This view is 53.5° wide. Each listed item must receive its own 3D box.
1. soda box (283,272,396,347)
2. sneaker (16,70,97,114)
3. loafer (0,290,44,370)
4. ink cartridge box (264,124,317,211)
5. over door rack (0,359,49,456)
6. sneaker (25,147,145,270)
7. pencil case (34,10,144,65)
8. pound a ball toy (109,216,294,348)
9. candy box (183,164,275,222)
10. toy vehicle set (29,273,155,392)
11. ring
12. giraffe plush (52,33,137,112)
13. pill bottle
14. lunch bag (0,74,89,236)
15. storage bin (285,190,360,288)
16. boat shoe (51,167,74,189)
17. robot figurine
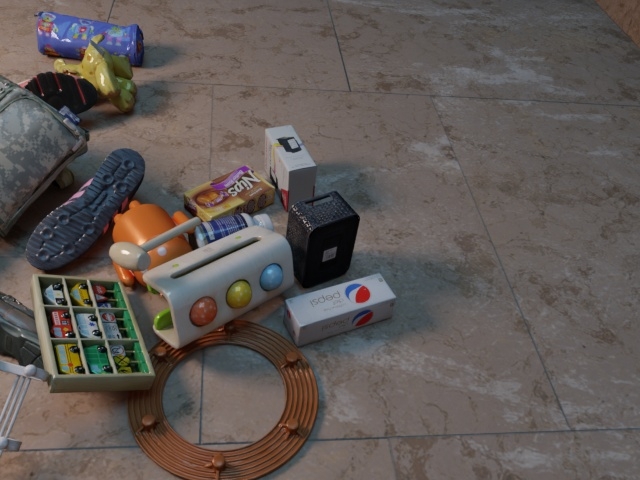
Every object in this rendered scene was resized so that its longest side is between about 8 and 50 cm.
[{"bbox_3d":[0.038,0.137,1.265,0.216,0.069,0.074,-15,48,-22],"label":"soda box"},{"bbox_3d":[-0.727,-0.365,1.609,0.314,0.116,0.136,-11,21,-10],"label":"sneaker"},{"bbox_3d":[-0.551,0.154,1.146,0.267,0.096,0.084,30,28,11],"label":"loafer"},{"bbox_3d":[-0.076,-0.175,1.529,0.072,0.127,0.175,-13,47,-18],"label":"ink cartridge box"},{"bbox_3d":[-0.605,0.264,0.934,0.324,0.108,0.239,13,68,4],"label":"over door rack"},{"bbox_3d":[-0.493,-0.053,1.363,0.112,0.131,0.319,41,67,-6],"label":"sneaker"},{"bbox_3d":[-0.672,-0.593,1.866,0.306,0.119,0.133,6,66,-5],"label":"pencil case"},{"bbox_3d":[-0.201,0.060,1.174,0.319,0.208,0.136,-26,36,-37],"label":"pound a ball toy"},{"bbox_3d":[-0.211,-0.100,1.482,0.187,0.053,0.109,-30,56,-32],"label":"candy box"},{"bbox_3d":[-0.408,0.159,1.124,0.166,0.035,0.267,7,31,-36],"label":"toy vehicle set"},{"bbox_3d":[-0.169,0.265,1.123,0.336,0.032,0.336,5,44,-4],"label":"ring"},{"bbox_3d":[-0.616,-0.426,1.691,0.170,0.210,0.181,-20,49,13],"label":"giraffe plush"},{"bbox_3d":[-0.188,-0.006,1.356,0.169,0.094,0.094,-15,49,-23],"label":"pill bottle"},{"bbox_3d":[-0.678,-0.180,1.343,0.256,0.212,0.305,32,65,2],"label":"lunch bag"},{"bbox_3d":[0.000,0.000,1.320,0.122,0.180,0.084,-19,50,-27],"label":"storage bin"},{"bbox_3d":[-0.647,-0.162,1.470,0.153,0.056,0.048,26,41,7],"label":"boat shoe"},{"bbox_3d":[-0.337,0.011,1.288,0.158,0.128,0.219,-17,49,-32],"label":"robot figurine"}]
